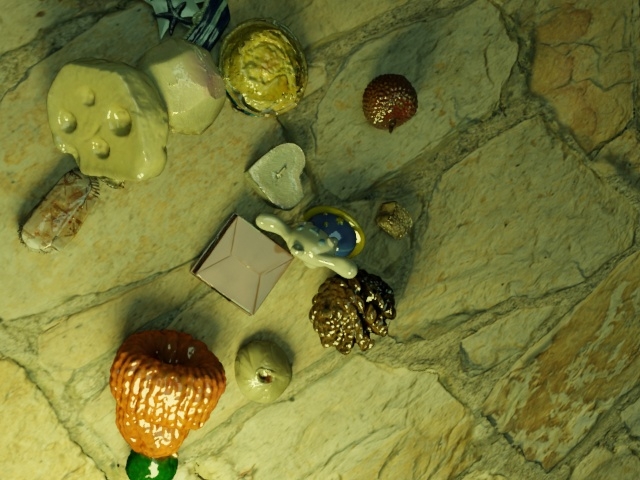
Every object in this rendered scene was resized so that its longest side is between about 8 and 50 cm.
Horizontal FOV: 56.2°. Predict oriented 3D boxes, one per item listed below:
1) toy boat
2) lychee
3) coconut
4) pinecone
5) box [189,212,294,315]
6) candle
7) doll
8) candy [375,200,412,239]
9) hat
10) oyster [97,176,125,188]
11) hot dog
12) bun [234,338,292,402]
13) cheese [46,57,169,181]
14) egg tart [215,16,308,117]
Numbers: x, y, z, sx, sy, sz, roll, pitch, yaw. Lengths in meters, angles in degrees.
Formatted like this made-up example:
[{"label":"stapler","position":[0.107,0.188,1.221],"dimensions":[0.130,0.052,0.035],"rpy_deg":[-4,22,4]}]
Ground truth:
[{"label":"toy boat","position":[-0.389,-0.604,1.605],"dimensions":[0.291,0.070,0.210],"rpy_deg":[6,84,-13]},{"label":"lychee","position":[0.202,-0.392,1.734],"dimensions":[0.165,0.165,0.197],"rpy_deg":[-6,67,-17]},{"label":"coconut","position":[-0.352,-0.382,1.533],"dimensions":[0.227,0.227,0.230],"rpy_deg":[-30,96,-14]},{"label":"pinecone","position":[0.100,0.187,1.678],"dimensions":[0.257,0.243,0.243],"rpy_deg":[-31,100,-31]},{"label":"box","position":[-0.211,0.065,1.657],"dimensions":[0.215,0.086,0.215],"rpy_deg":[38,80,-15]},{"label":"candle","position":[-0.129,-0.182,1.687],"dimensions":[0.168,0.068,0.192],"rpy_deg":[7,87,-20]},{"label":"doll","position":[-0.026,-0.004,1.671],"dimensions":[0.311,0.160,0.243],"rpy_deg":[23,47,5]},{"label":"candy","position":[0.221,-0.061,1.790],"dimensions":[0.110,0.085,0.095],"rpy_deg":[36,74,-25]},{"label":"hat","position":[-0.427,0.436,1.558],"dimensions":[0.285,0.285,0.400],"rpy_deg":[19,112,-16]},{"label":"oyster","position":[-0.551,-0.167,1.583],"dimensions":[0.083,0.019,0.054],"rpy_deg":[40,68,-18]},{"label":"hot dog","position":[-0.660,-0.076,1.529],"dimensions":[0.131,0.069,0.253],"rpy_deg":[34,78,-6]},{"label":"bun","position":[-0.157,0.365,1.663],"dimensions":[0.173,0.113,0.167],"rpy_deg":[34,81,-17]},{"label":"cheese","position":[-0.513,-0.281,1.461],"dimensions":[0.326,0.318,0.115],"rpy_deg":[55,33,-4]},{"label":"egg tart","position":[-0.159,-0.480,1.653],"dimensions":[0.290,0.107,0.291],"rpy_deg":[0,90,-17]}]
